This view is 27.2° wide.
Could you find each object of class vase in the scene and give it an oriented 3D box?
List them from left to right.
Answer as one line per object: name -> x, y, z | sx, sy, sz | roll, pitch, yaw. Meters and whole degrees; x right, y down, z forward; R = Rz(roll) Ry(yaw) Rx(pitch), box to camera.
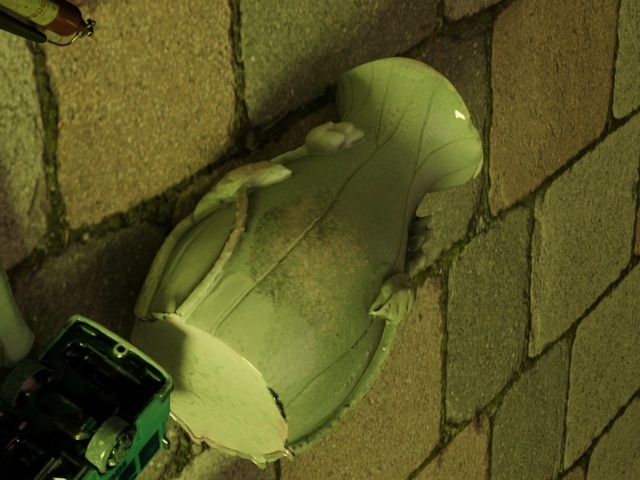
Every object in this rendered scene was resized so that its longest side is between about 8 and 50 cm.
vase -> 0.000, 0.000, 1.368 | 0.445, 0.250, 0.250 | -52, 143, -35

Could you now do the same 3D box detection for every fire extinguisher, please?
fire extinguisher -> -0.243, -0.190, 1.076 | 0.173, 0.035, 0.048 | 23, 81, -55

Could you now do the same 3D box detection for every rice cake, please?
rice cake -> -0.290, 0.007, 1.089 | 0.045, 0.042, 0.245 | -57, 147, -44

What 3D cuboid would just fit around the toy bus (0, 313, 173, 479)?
toy bus -> -0.246, 0.205, 1.152 | 0.256, 0.128, 0.147 | -50, 163, -29
